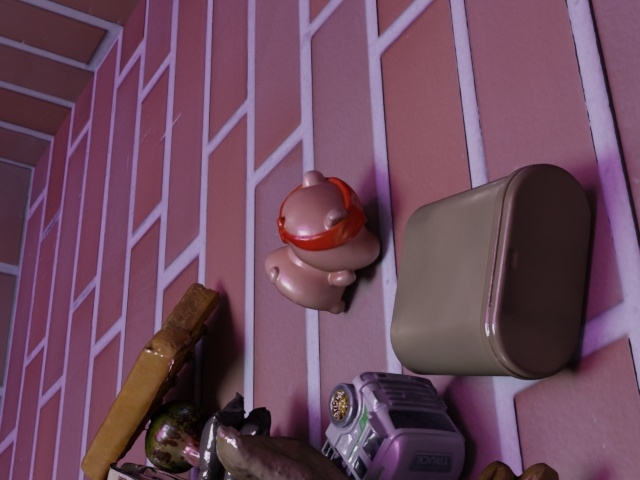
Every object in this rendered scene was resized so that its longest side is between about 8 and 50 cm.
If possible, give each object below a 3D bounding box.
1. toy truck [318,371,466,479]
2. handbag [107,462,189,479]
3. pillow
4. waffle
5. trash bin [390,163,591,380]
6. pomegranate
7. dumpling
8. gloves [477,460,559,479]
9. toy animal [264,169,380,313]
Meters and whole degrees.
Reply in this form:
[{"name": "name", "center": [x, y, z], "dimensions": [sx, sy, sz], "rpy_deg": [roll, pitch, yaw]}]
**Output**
[{"name": "toy truck", "center": [0.050, 0.350, 1.350], "dimensions": [0.175, 0.146, 0.367], "rpy_deg": [50, 123, 50]}, {"name": "handbag", "center": [-0.304, 0.587, 1.820], "dimensions": [0.237, 0.160, 0.358], "rpy_deg": [13, 87, 35]}, {"name": "pillow", "center": [-0.139, 0.399, 1.551], "dimensions": [0.228, 0.101, 0.326], "rpy_deg": [56, -135, -87]}, {"name": "waffle", "center": [-0.318, 0.266, 2.005], "dimensions": [0.348, 0.077, 0.304], "rpy_deg": [-58, 0, 24]}, {"name": "trash bin", "center": [0.194, 0.048, 1.263], "dimensions": [0.247, 0.121, 0.243], "rpy_deg": [-18, 60, 63]}, {"name": "pomegranate", "center": [-0.252, 0.364, 1.930], "dimensions": [0.138, 0.125, 0.163], "rpy_deg": [-62, 28, -2]}, {"name": "dumpling", "center": [0.029, 0.309, 1.201], "dimensions": [0.086, 0.332, 0.166], "rpy_deg": [-52, -12, -27]}, {"name": "gloves", "center": [0.203, 0.381, 1.034], "dimensions": [0.141, 0.154, 0.331], "rpy_deg": [-42, 49, 44]}, {"name": "toy animal", "center": [0.000, 0.000, 1.621], "dimensions": [0.171, 0.171, 0.197], "rpy_deg": [-113, 38, -51]}]
